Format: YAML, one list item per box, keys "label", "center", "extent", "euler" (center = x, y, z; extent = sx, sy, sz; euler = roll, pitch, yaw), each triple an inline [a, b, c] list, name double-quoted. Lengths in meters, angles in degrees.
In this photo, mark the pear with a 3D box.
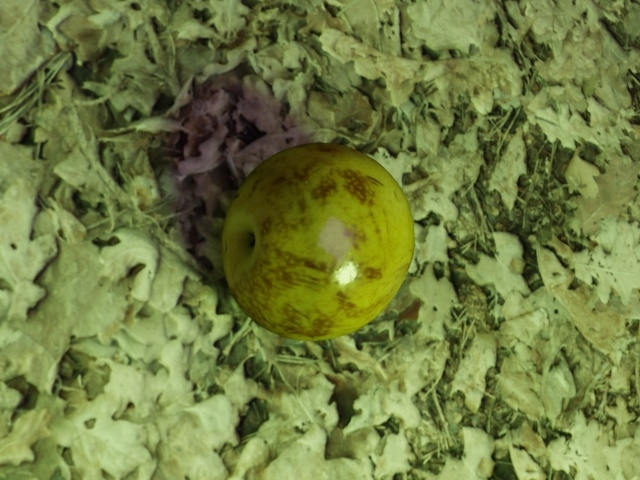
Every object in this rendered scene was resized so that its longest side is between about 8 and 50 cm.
- label: "pear"
  center: [0.000, 0.000, 1.238]
  extent: [0.280, 0.280, 0.281]
  euler: [7, 76, -28]
